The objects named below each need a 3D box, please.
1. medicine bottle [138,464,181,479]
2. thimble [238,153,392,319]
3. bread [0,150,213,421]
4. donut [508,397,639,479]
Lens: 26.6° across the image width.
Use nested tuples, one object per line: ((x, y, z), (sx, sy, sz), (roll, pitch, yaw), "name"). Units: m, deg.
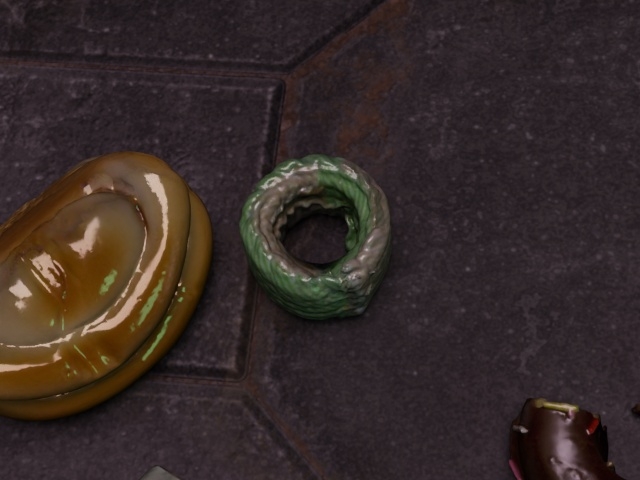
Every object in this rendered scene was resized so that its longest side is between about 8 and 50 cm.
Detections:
((-0.201, 0.383, 1.742), (0.147, 0.147, 0.143), (33, 75, 17), "medicine bottle")
((0.000, 0.000, 1.888), (0.219, 0.150, 0.219), (-2, 66, 4), "thimble")
((-0.352, 0.043, 1.848), (0.424, 0.245, 0.329), (-41, 69, -8), "bread")
((0.425, 0.297, 1.736), (0.345, 0.136, 0.259), (-13, 63, 1), "donut")
